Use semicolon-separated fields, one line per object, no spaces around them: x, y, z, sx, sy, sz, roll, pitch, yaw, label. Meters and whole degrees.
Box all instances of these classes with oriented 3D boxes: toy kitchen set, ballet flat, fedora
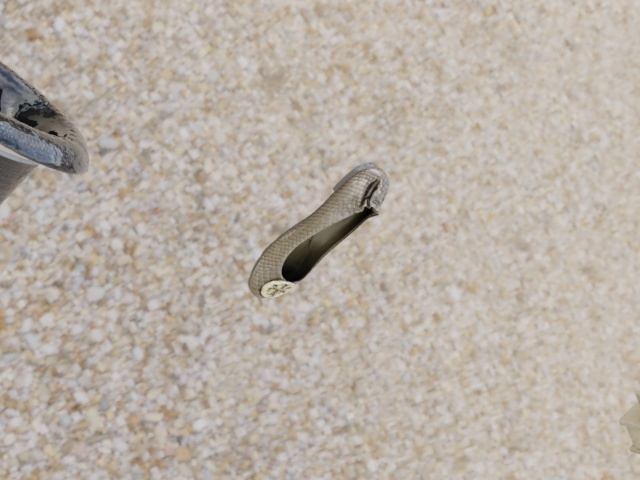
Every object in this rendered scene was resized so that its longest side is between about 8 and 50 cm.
0.290;0.129;0.851;0.075;0.083;0.068;-35;111;-28;toy kitchen set
0.000;0.000;1.382;0.084;0.250;0.058;12;40;-57;ballet flat
-0.402;-0.121;1.056;0.334;0.152;0.334;36;8;-6;fedora
